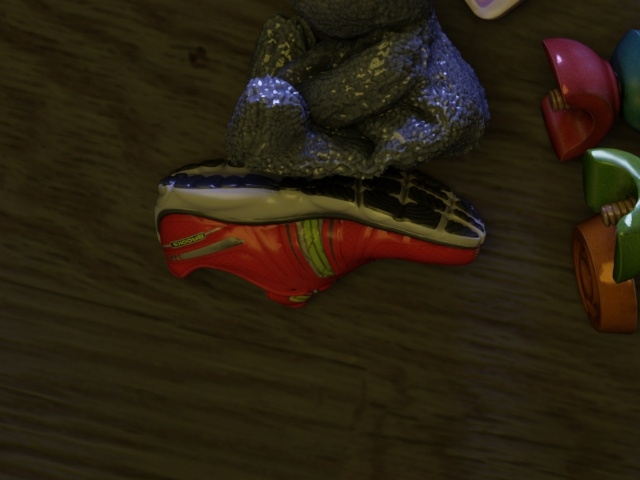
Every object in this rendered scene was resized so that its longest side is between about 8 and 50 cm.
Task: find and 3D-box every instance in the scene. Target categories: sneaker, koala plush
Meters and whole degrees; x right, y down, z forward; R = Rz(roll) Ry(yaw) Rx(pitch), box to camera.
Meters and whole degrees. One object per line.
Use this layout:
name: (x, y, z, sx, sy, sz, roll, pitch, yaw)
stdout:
sneaker: (0.000, 0.000, 1.456, 0.279, 0.107, 0.118, 6, 113, 13)
koala plush: (0.038, -0.179, 1.357, 0.203, 0.196, 0.221, 5, 116, 3)

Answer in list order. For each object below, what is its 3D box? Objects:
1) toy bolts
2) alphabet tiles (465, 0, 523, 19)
toy bolts: (0.276, -0.055, 1.376, 0.158, 0.218, 0.229, -12, 58, -2)
alphabet tiles: (0.107, -0.328, 1.414, 0.278, 0.021, 0.284, -37, 84, 21)
